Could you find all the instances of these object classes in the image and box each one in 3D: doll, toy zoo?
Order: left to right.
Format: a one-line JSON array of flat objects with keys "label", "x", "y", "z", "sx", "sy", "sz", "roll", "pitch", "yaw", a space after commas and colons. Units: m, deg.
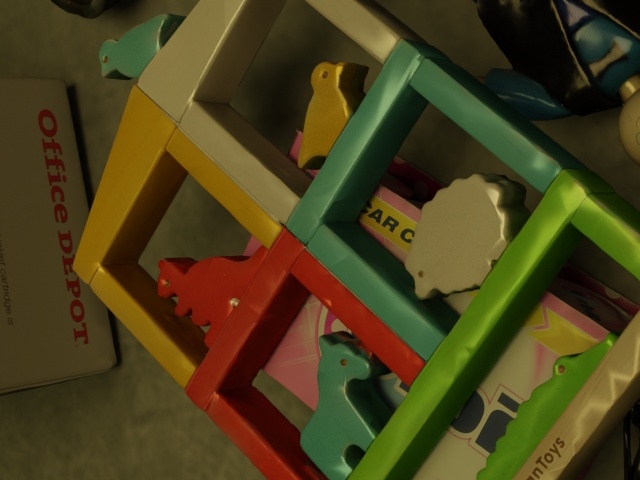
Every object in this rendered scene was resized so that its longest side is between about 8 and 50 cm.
[{"label": "toy zoo", "x": 0.000, "y": 0.000, "z": 0.573, "sx": 0.293, "sy": 0.030, "sz": 0.192, "roll": 43, "pitch": 114, "yaw": 26}, {"label": "doll", "x": 0.098, "y": -0.105, "z": 0.571, "sx": 0.129, "sy": 0.046, "sz": 0.189, "roll": -42, "pitch": 76, "yaw": 18}]

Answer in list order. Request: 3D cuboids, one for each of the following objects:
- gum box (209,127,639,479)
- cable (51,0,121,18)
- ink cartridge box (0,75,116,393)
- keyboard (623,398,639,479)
[{"label": "gum box", "x": 0.044, "y": 0.037, "z": 0.602, "sx": 0.188, "sy": 0.062, "sz": 0.107, "roll": 35, "pitch": 110, "yaw": 29}, {"label": "cable", "x": -0.175, "y": -0.198, "z": 0.764, "sx": 0.287, "sy": 0.072, "sz": 0.139, "roll": 7, "pitch": 113, "yaw": 46}, {"label": "ink cartridge box", "x": -0.256, "y": 0.012, "z": 0.702, "sx": 0.168, "sy": 0.232, "sz": 0.171, "roll": -13, "pitch": 85, "yaw": 36}, {"label": "keyboard", "x": 0.169, "y": 0.087, "z": 0.547, "sx": 0.100, "sy": 0.038, "sz": 0.192, "roll": 6, "pitch": 94, "yaw": 10}]
